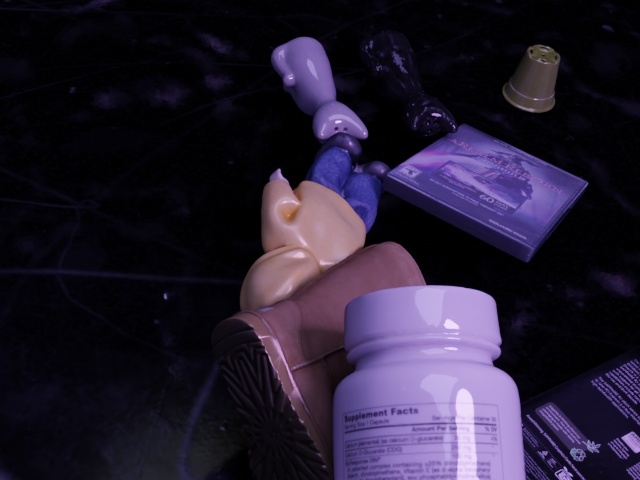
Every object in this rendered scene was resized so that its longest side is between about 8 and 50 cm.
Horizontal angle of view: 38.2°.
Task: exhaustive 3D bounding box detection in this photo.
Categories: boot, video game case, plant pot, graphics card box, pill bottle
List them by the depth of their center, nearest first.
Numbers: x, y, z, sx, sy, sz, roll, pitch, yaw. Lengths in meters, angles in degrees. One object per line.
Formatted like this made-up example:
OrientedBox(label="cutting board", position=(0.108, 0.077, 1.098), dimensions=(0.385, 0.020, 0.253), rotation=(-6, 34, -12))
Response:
OrientedBox(label="pill bottle", position=(0.090, 0.190, 0.771), dimensions=(0.160, 0.160, 0.283), rotation=(3, 70, -9))
OrientedBox(label="graphics card box", position=(0.330, 0.229, 0.901), dimensions=(0.371, 0.094, 0.233), rotation=(-19, 52, -29))
OrientedBox(label="boot", position=(0.036, 0.138, 0.922), dimensions=(0.269, 0.089, 0.236), rotation=(-19, 92, -51))
OrientedBox(label="video game case", position=(0.219, -0.071, 1.185), dimensions=(0.196, 0.026, 0.274), rotation=(29, 31, 17))
OrientedBox(label="plant pot", position=(0.327, -0.250, 1.403), dimensions=(0.083, 0.079, 0.083), rotation=(6, 45, -6))

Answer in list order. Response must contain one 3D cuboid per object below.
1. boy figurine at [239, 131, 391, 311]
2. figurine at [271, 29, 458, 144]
OrientedBox(label="boy figurine", position=(0.000, 0.000, 1.069), dimensions=(0.177, 0.092, 0.285), rotation=(38, 47, -11))
OrientedBox(label="figurine", position=(0.058, -0.199, 1.273), dimensions=(0.215, 0.092, 0.209), rotation=(-8, 42, -18))
